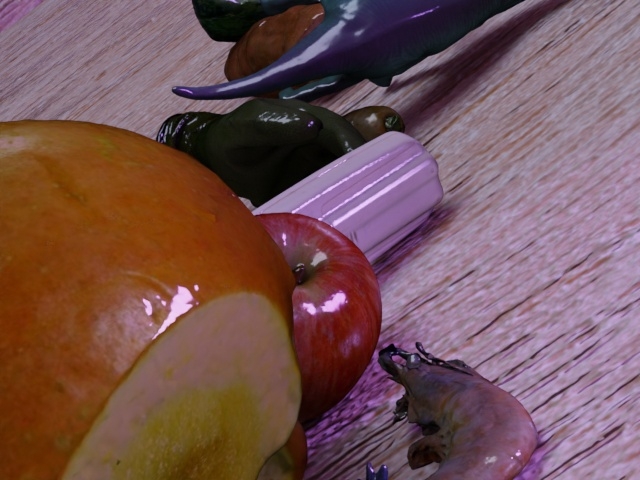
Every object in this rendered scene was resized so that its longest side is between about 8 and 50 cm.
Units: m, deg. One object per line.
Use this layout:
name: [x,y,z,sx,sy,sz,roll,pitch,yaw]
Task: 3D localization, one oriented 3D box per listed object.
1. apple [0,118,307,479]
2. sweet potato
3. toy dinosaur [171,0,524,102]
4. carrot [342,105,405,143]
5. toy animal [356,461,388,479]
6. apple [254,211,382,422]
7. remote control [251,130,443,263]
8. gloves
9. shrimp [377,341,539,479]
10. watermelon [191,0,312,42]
apple: [-0.166,0.118,1.199,0.374,0.384,0.374,-30,-11,-6]
sweet potato: [-0.037,-0.191,2.050,0.097,0.097,0.252,-46,18,-25]
toy dinosaur: [0.106,-0.209,1.742,0.383,0.129,0.331,-26,9,-38]
carrot: [-0.001,-0.089,1.829,0.049,0.049,0.254,-46,19,-26]
toy animal: [-0.010,0.220,1.108,0.220,0.062,0.108,-56,25,-18]
apple: [-0.030,0.060,1.397,0.146,0.146,0.131,-64,-9,-52]
remote control: [-0.001,0.000,1.516,0.230,0.090,0.049,-34,38,-27]
gloves: [-0.039,-0.070,1.730,0.107,0.135,0.268,-46,38,-20]
shrimp: [0.050,0.131,1.236,0.152,0.046,0.219,-34,22,-3]
watermelon: [0.002,-0.344,2.206,0.222,0.319,0.292,-1,73,13]
